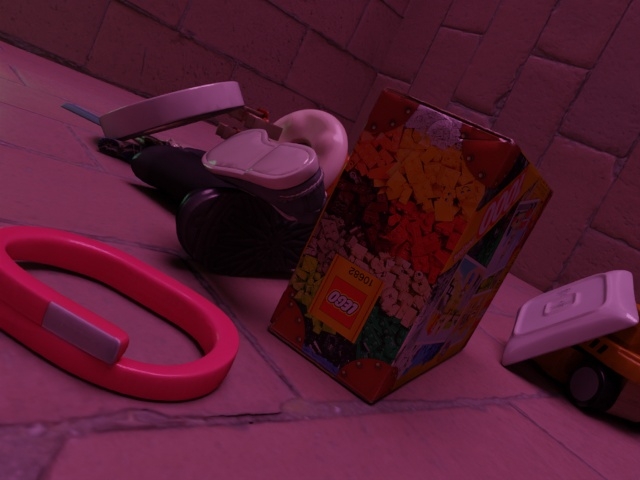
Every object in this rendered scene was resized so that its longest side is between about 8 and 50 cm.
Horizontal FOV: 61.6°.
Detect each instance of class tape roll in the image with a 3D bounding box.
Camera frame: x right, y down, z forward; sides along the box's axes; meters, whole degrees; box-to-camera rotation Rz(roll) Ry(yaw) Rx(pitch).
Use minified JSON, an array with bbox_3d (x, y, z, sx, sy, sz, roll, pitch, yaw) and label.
[{"bbox_3d":[-0.404,-0.353,1.481,0.393,0.071,0.392,-15,14,4],"label":"tape roll"}]

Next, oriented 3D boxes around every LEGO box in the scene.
[{"bbox_3d":[0.188,0.013,0.899,0.193,0.372,0.500,31,13,26],"label":"LEGO box"}]

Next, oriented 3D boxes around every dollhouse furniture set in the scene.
[{"bbox_3d":[-0.221,-0.276,1.630,0.135,0.259,0.262,16,15,-33],"label":"dollhouse furniture set"}]

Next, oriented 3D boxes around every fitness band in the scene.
[{"bbox_3d":[-0.224,0.070,0.574,0.291,0.054,0.209,29,9,11],"label":"fitness band"}]

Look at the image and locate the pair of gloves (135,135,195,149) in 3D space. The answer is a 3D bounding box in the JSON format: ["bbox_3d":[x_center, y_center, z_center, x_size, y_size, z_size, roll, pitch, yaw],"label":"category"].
[{"bbox_3d":[-0.496,-0.311,1.760,0.240,0.042,0.204,18,13,-38],"label":"pair of gloves"}]

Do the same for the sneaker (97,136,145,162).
[{"bbox_3d":[-0.493,-0.230,1.366,0.135,0.052,0.058,22,7,-23],"label":"sneaker"}]

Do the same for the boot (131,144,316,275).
[{"bbox_3d":[-0.236,-0.096,1.057,0.445,0.146,0.367,35,11,35],"label":"boot"}]

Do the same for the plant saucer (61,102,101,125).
[{"bbox_3d":[-0.714,-0.386,1.689,0.192,0.018,0.067,27,11,4],"label":"plant saucer"}]

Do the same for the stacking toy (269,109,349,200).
[{"bbox_3d":[0.005,-0.197,1.898,0.351,0.350,0.480,33,-6,34],"label":"stacking toy"}]

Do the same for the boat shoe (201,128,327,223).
[{"bbox_3d":[-0.092,-0.101,0.845,0.319,0.116,0.099,27,-31,54],"label":"boat shoe"}]

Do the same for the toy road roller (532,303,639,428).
[{"bbox_3d":[0.637,0.236,1.191,0.203,0.240,0.329,23,11,-16],"label":"toy road roller"}]

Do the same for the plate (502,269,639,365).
[{"bbox_3d":[0.535,0.154,1.174,0.045,0.277,0.278,59,32,-1],"label":"plate"}]
